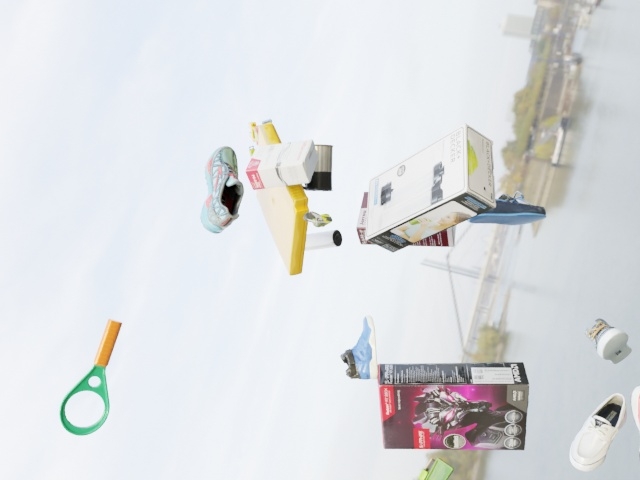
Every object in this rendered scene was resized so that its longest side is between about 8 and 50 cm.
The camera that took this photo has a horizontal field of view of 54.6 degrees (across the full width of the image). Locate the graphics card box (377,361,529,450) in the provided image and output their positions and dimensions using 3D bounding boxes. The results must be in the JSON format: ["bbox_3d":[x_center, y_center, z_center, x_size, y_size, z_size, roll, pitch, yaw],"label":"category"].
[{"bbox_3d":[0.335,0.427,1.591,0.094,0.371,0.232,-79,-15,-60],"label":"graphics card box"}]

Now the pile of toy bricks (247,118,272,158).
[{"bbox_3d":[-0.150,-0.268,1.910,0.118,0.105,0.212,-23,-47,-22],"label":"pile of toy bricks"}]

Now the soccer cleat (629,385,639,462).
[{"bbox_3d":[0.976,0.575,1.762,0.116,0.109,0.318,159,103,-66],"label":"soccer cleat"}]

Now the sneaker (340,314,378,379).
[{"bbox_3d":[0.086,0.246,1.433,0.058,0.085,0.152,81,-173,-67],"label":"sneaker"}]

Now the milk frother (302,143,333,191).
[{"bbox_3d":[-0.030,-0.208,1.770,0.143,0.129,0.134,-32,-57,-82],"label":"milk frother"}]

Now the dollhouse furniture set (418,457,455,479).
[{"bbox_3d":[0.253,0.484,1.261,0.058,0.076,0.151,-55,-35,-8],"label":"dollhouse furniture set"}]

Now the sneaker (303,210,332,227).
[{"bbox_3d":[-0.009,-0.045,1.464,0.083,0.031,0.035,7,-42,-40],"label":"sneaker"}]

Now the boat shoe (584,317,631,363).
[{"bbox_3d":[0.568,0.194,1.250,0.065,0.083,0.183,-43,-36,8],"label":"boat shoe"}]

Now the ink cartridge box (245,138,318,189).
[{"bbox_3d":[-0.090,-0.183,1.492,0.109,0.151,0.063,-73,-29,-48],"label":"ink cartridge box"}]

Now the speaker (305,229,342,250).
[{"bbox_3d":[0.000,0.000,1.935,0.055,0.136,0.055,15,-109,-52],"label":"speaker"}]

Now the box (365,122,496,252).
[{"bbox_3d":[0.226,-0.103,1.311,0.087,0.290,0.169,25,-122,-31],"label":"box"}]

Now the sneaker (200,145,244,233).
[{"bbox_3d":[-0.245,-0.149,1.688,0.104,0.125,0.261,21,-120,-40],"label":"sneaker"}]

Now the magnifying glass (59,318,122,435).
[{"bbox_3d":[-0.442,0.268,1.220,0.026,0.092,0.230,4,75,71],"label":"magnifying glass"}]

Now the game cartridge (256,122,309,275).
[{"bbox_3d":[-0.106,-0.111,1.693,0.285,0.053,0.323,99,152,-49],"label":"game cartridge"}]

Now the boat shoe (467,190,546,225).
[{"bbox_3d":[0.541,-0.101,1.797,0.109,0.259,0.088,137,133,-60],"label":"boat shoe"}]

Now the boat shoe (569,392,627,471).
[{"bbox_3d":[0.769,0.522,1.717,0.258,0.095,0.084,-40,-47,-34],"label":"boat shoe"}]

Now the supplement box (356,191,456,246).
[{"bbox_3d":[0.221,-0.056,1.568,0.073,0.240,0.130,69,-152,-49],"label":"supplement box"}]
